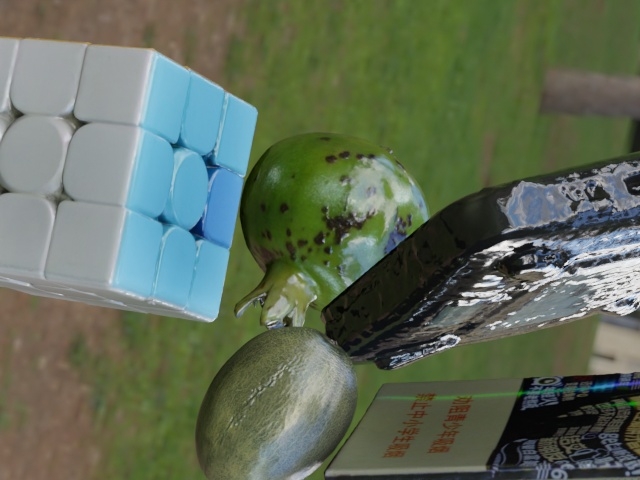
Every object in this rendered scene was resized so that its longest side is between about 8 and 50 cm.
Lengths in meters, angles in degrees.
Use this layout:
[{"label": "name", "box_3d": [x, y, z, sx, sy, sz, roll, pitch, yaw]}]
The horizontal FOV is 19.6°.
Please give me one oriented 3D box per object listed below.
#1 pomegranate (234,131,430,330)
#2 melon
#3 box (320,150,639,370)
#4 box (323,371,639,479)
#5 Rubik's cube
[{"label": "pomegranate", "box_3d": [0.000, 0.000, 1.959, 0.263, 0.211, 0.211, -53, 165, -22]}, {"label": "melon", "box_3d": [-0.032, 0.118, 1.276, 0.130, 0.098, 0.098, -50, 173, 0]}, {"label": "box", "box_3d": [0.199, 0.009, 1.555, 0.359, 0.350, 0.091, -45, -119, 61]}, {"label": "box", "box_3d": [0.174, 0.161, 1.309, 0.198, 0.310, 0.084, -45, 129, -70]}, {"label": "Rubik's cube", "box_3d": [-0.284, -0.074, 2.292, 0.292, 0.291, 0.290, 26, 72, -64]}]
